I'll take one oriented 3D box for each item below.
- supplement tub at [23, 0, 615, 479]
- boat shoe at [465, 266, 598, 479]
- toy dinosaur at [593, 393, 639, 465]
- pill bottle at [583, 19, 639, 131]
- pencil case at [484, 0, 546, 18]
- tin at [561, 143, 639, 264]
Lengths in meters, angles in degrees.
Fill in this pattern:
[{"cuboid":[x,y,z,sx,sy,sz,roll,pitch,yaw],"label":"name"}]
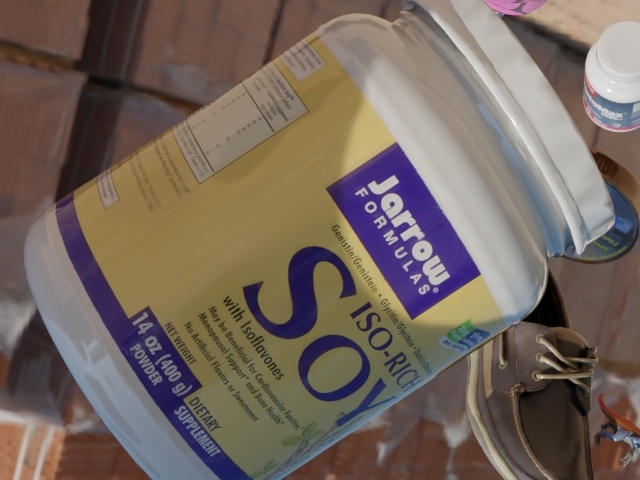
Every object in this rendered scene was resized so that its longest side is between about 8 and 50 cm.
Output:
[{"cuboid":[0.000,0.000,0.823,0.241,0.331,0.241,56,-179,-2],"label":"supplement tub"},{"cuboid":[0.247,0.149,1.433,0.132,0.130,0.355,17,-143,-25],"label":"boat shoe"},{"cuboid":[0.341,0.215,1.342,0.082,0.090,0.047,-5,-176,34],"label":"toy dinosaur"},{"cuboid":[0.419,-0.230,1.700,0.108,0.108,0.180,14,167,14],"label":"pill bottle"},{"cuboid":[0.181,-0.273,1.215,0.098,0.095,0.209,18,-175,10],"label":"pencil case"},{"cuboid":[0.187,-0.049,1.051,0.189,0.106,0.040,30,-133,4],"label":"tin"}]
